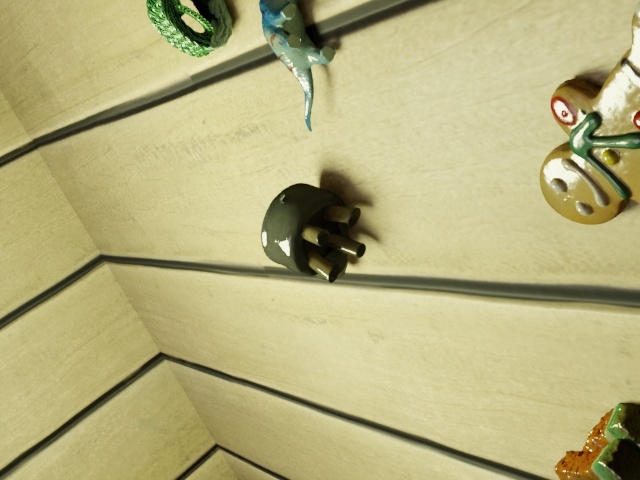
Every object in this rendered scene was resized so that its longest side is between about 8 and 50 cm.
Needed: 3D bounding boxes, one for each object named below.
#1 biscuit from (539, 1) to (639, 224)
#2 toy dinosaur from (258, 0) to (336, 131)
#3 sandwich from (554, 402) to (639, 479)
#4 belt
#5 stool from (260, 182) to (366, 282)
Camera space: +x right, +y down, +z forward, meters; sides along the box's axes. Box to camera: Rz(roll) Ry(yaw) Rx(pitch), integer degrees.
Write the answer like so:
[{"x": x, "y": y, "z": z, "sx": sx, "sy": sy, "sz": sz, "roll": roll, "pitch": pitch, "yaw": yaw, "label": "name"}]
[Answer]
[{"x": 0.335, "y": -0.108, "z": 0.799, "sx": 0.197, "sy": 0.049, "sz": 0.301, "roll": 50, "pitch": 152, "yaw": 11, "label": "biscuit"}, {"x": -0.049, "y": -0.319, "z": 1.095, "sx": 0.144, "sy": 0.076, "sz": 0.329, "roll": 5, "pitch": 123, "yaw": 62, "label": "toy dinosaur"}, {"x": 0.456, "y": 0.372, "z": 1.073, "sx": 0.212, "sy": 0.109, "sz": 0.292, "roll": 9, "pitch": 129, "yaw": 51, "label": "sandwich"}, {"x": -0.208, "y": -0.377, "z": 1.214, "sx": 0.079, "sy": 0.121, "sz": 0.151, "roll": -6, "pitch": 129, "yaw": 52, "label": "belt"}, {"x": 0.004, "y": -0.008, "z": 1.301, "sx": 0.139, "sy": 0.153, "sz": 0.228, "roll": 22, "pitch": -179, "yaw": 38, "label": "stool"}]
